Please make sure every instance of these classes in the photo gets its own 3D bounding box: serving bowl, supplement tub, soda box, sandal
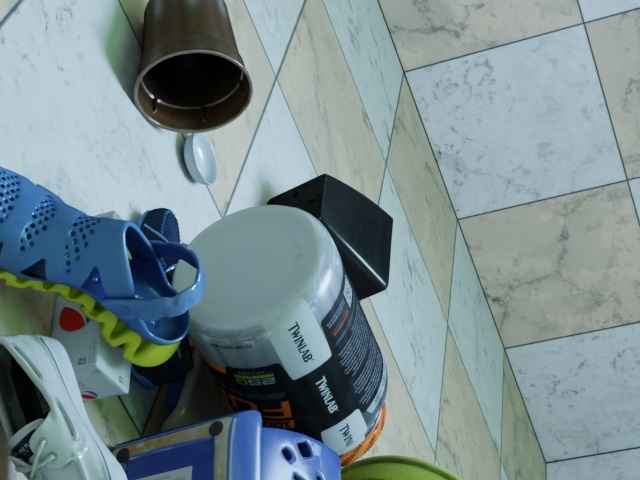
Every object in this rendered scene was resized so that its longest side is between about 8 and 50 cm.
[{"bbox_3d":[-0.185,-0.122,1.891,0.083,0.027,0.083,-13,90,-73],"label":"serving bowl"},{"bbox_3d":[-0.037,0.134,1.571,0.338,0.207,0.207,66,20,-44],"label":"supplement tub"},{"bbox_3d":[-0.260,0.076,1.456,0.074,0.069,0.216,54,28,-48],"label":"soda box"},{"bbox_3d":[-0.244,0.009,1.332,0.317,0.138,0.126,33,45,-28],"label":"sandal"}]

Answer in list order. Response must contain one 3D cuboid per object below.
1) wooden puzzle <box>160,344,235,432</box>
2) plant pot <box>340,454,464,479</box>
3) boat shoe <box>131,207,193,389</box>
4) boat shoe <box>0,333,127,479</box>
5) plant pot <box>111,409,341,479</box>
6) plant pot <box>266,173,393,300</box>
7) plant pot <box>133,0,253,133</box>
[{"bbox_3d":[-0.110,0.194,1.757,0.322,0.081,0.347,60,39,-45],"label":"wooden puzzle"},{"bbox_3d":[0.050,0.521,1.698,0.353,0.366,0.366,-20,96,-61],"label":"plant pot"},{"bbox_3d":[-0.191,0.072,1.635,0.109,0.089,0.258,47,34,-57],"label":"boat shoe"},{"bbox_3d":[-0.273,0.205,1.243,0.084,0.095,0.258,14,36,-54],"label":"boat shoe"},{"bbox_3d":[-0.122,0.334,1.447,0.212,0.236,0.236,45,35,-46],"label":"plant pot"},{"bbox_3d":[0.000,0.000,2.142,0.167,0.188,0.187,50,30,-32],"label":"plant pot"},{"bbox_3d":[-0.189,-0.269,1.799,0.167,0.167,0.165,54,20,-50],"label":"plant pot"}]
